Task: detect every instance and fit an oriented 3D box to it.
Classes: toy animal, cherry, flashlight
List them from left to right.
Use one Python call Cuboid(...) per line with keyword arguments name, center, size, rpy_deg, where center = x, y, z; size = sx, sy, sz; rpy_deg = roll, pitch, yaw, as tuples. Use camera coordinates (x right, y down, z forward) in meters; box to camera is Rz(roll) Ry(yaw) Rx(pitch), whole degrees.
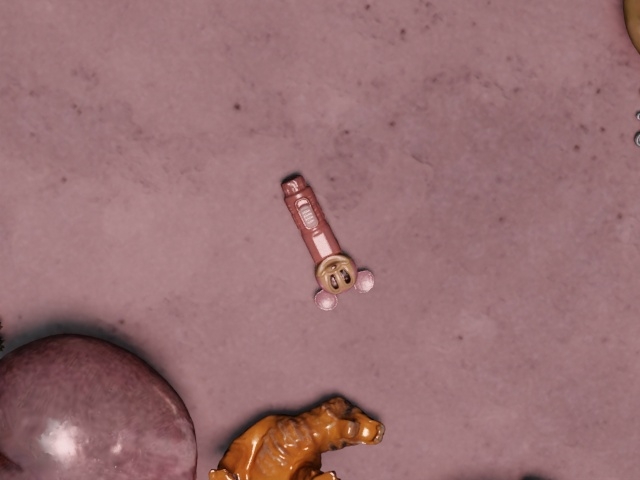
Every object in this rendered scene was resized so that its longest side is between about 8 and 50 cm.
Cuboid(name="cherry", center=(-0.181, 0.150, 1.048), size=(0.176, 0.140, 0.176), rpy_deg=(-3, 102, -13))
Cuboid(name="toy animal", center=(-0.052, 0.240, 1.107), size=(0.114, 0.116, 0.255), rpy_deg=(25, 104, 10))
Cuboid(name="flashlight", center=(0.000, 0.000, 1.091), size=(0.052, 0.031, 0.110), rpy_deg=(-26, 100, 0))

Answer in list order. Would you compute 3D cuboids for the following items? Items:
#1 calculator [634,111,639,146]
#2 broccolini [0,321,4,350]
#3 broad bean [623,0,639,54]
Cuboid(name="calculator", center=(0.321, -0.089, 1.109), size=(0.141, 0.019, 0.094), rpy_deg=(9, 98, -4))
Cuboid(name="broccolini", center=(-0.334, 0.112, 1.087), size=(0.201, 0.058, 0.074), rpy_deg=(-41, 86, 18))
Cuboid(name="broad bean", center=(0.358, -0.160, 1.058), size=(0.263, 0.121, 0.189), rpy_deg=(25, 81, -18))
